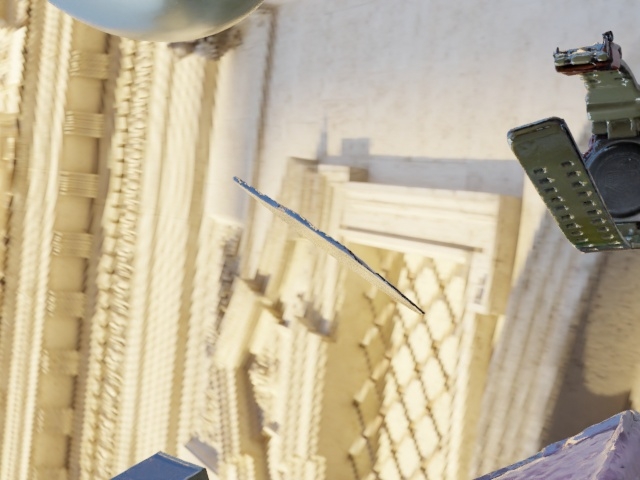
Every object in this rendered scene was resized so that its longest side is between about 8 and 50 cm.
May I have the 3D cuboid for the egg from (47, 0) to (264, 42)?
[{"bbox_3d":[-0.110,-0.218,0.836,0.186,0.242,0.186,-25,-39,-22],"label":"egg"}]

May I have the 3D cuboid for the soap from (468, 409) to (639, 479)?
[{"bbox_3d":[0.067,0.202,0.397,0.181,0.081,0.259,-26,-92,22],"label":"soap"}]

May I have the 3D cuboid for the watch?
[{"bbox_3d":[0.226,-0.085,1.136,0.268,0.102,0.165,46,-134,-52],"label":"watch"}]

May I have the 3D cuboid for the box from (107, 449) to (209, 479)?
[{"bbox_3d":[-0.157,0.237,1.275,0.083,0.079,0.035,-26,-67,-36],"label":"box"}]

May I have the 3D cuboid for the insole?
[{"bbox_3d":[0.000,0.000,1.019,0.111,0.328,0.007,40,-93,-23],"label":"insole"}]
